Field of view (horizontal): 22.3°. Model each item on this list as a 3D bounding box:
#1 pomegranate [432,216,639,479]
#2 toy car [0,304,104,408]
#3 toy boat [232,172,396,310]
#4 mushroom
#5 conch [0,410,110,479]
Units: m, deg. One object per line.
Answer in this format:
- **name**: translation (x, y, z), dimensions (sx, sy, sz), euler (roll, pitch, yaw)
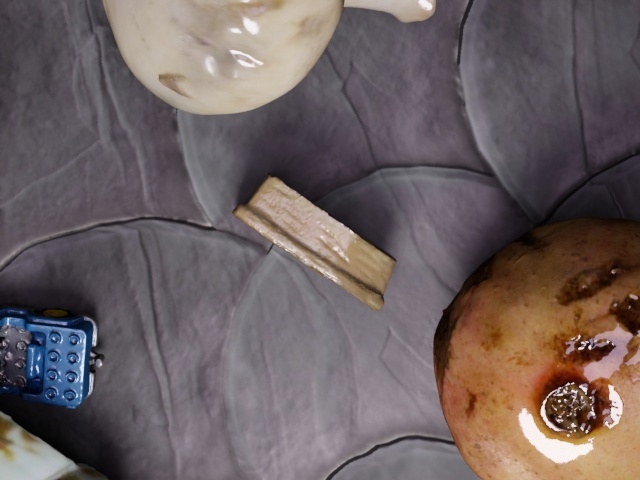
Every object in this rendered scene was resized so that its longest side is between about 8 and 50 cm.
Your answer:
- **pomegranate**: translation (0.273, 0.128, 1.651), dimensions (0.322, 0.322, 0.322), euler (0, 97, 0)
- **toy car**: translation (-0.331, 0.124, 1.739), dimensions (0.191, 0.100, 0.097), euler (6, 101, 3)
- **toy boat**: translation (0.000, 0.000, 1.716), dimensions (0.188, 0.116, 0.061), euler (34, 90, -3)
- **mushroom**: translation (-0.052, -0.276, 1.632), dimensions (0.336, 0.314, 0.314), euler (-1, 99, -30)
- **conch**: translation (-0.309, 0.302, 1.690), dimensions (0.368, 0.197, 0.249), euler (15, 139, 19)
